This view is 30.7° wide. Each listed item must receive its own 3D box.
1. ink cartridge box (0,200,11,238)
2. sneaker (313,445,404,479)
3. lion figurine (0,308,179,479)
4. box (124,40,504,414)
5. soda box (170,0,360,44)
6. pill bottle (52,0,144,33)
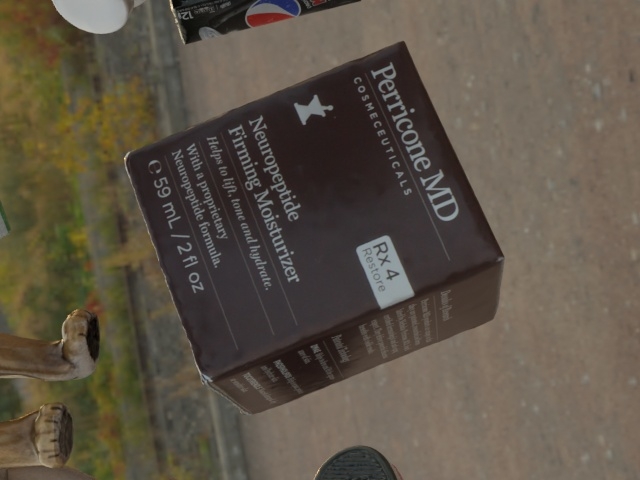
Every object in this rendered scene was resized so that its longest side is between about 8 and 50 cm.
[{"bbox_3d":[-0.468,-0.098,1.382,0.208,0.087,0.153,46,157,28],"label":"ink cartridge box"},{"bbox_3d":[0.081,0.335,0.977,0.178,0.123,0.296,49,-159,-43],"label":"sneaker"},{"bbox_3d":[-0.234,0.136,0.702,0.142,0.240,0.392,-87,-10,-45],"label":"lion figurine"},{"bbox_3d":[0.000,0.000,0.808,0.167,0.203,0.168,66,-179,-72],"label":"box"},{"bbox_3d":[-0.051,-0.231,1.045,0.053,0.168,0.060,78,178,-62],"label":"soda box"},{"bbox_3d":[-0.172,-0.256,0.999,0.087,0.087,0.160,104,180,-55],"label":"pill bottle"}]
